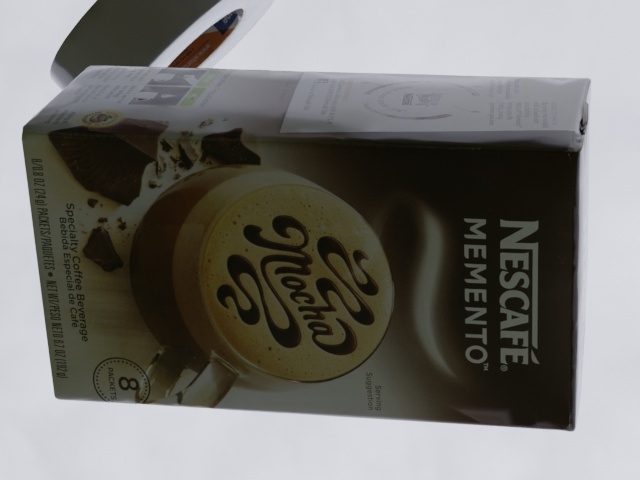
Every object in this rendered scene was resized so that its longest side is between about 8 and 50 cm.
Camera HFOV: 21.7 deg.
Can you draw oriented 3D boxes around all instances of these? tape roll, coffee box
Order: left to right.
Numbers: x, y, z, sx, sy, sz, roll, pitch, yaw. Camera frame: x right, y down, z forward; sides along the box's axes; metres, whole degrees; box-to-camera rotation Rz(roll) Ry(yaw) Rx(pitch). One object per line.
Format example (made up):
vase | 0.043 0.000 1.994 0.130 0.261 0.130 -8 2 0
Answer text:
tape roll | -0.130 -0.188 1.453 0.219 0.219 0.072 -43 -94 12
coffee box | 0.000 0.000 0.933 0.297 0.168 0.119 2 -156 12
